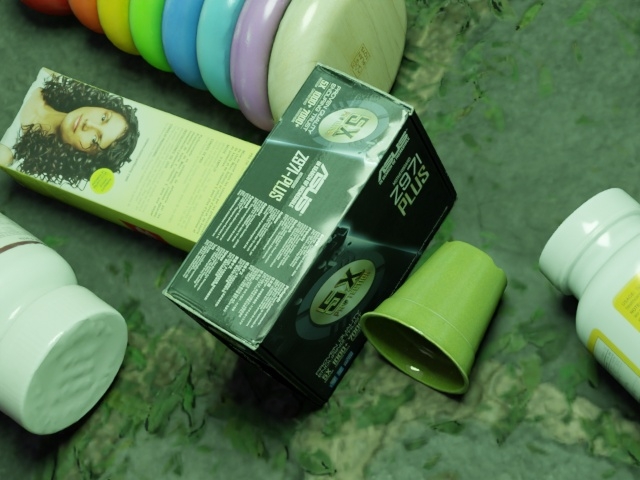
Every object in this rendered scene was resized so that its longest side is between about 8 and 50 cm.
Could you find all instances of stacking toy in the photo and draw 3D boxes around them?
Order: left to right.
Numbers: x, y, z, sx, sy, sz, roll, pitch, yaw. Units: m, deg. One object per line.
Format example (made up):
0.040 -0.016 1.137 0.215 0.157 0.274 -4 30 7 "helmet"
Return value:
-0.107 -0.180 1.055 0.330 0.141 0.141 23 78 27 "stacking toy"

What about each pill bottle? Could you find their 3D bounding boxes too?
-0.250 0.038 1.016 0.221 0.121 0.121 32 82 24 "pill bottle"
0.222 0.054 0.876 0.103 0.103 0.184 -42 64 -1 "pill bottle"

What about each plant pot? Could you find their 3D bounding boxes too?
0.081 0.044 0.943 0.083 0.083 0.079 26 67 24 "plant pot"

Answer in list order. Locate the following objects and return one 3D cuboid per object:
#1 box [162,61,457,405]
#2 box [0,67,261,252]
0.000 0.000 0.940 0.077 0.147 0.180 29 80 25 "box"
-0.120 -0.047 1.045 0.232 0.058 0.087 20 77 22 "box"
